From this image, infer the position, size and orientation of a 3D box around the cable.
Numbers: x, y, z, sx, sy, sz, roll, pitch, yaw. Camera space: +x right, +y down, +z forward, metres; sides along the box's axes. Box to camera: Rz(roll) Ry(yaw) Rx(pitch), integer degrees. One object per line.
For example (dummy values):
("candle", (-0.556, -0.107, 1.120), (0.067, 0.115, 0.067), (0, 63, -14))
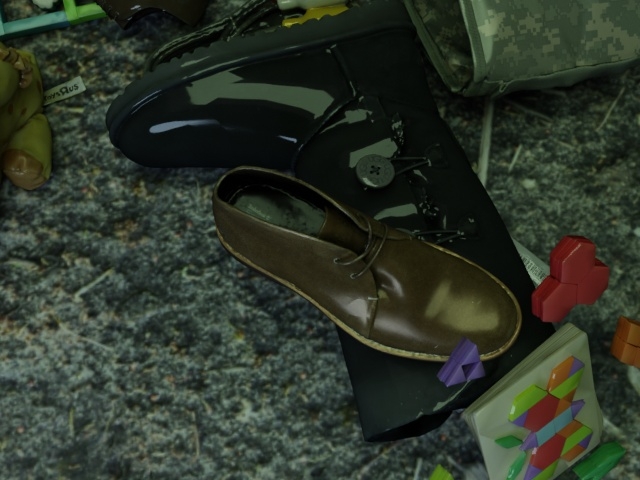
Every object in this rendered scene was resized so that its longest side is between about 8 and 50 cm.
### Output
("cable", (-0.081, -0.268, 1.084), (0.287, 0.072, 0.140), (-17, 71, -3))

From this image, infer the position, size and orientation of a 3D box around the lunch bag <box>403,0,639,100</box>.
("lunch bag", (0.221, -0.292, 1.022), (0.235, 0.169, 0.287), (-11, 74, -15))

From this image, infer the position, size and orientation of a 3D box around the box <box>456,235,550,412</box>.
("box", (0.156, 0.072, 1.015), (0.145, 0.038, 0.186), (39, 79, 10))

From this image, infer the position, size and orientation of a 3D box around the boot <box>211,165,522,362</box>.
("boot", (0.037, 0.022, 0.822), (0.305, 0.115, 0.112), (23, 75, 8))

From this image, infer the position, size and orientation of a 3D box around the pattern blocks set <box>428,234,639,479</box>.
("pattern blocks set", (0.209, 0.171, 0.873), (0.285, 0.325, 0.026), (-44, 42, -5))

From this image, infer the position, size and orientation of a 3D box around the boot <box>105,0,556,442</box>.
("boot", (0.002, -0.001, 0.965), (0.366, 0.146, 0.445), (-20, 75, 1))

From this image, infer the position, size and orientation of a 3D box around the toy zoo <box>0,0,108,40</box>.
("toy zoo", (-0.397, -0.335, 1.100), (0.293, 0.030, 0.192), (-13, 92, -3))

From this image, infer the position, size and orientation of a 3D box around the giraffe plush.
("giraffe plush", (-0.371, -0.154, 1.008), (0.210, 0.170, 0.181), (-41, 79, -9))

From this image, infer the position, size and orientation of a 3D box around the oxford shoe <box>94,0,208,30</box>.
("oxford shoe", (-0.241, -0.295, 1.056), (0.227, 0.083, 0.096), (13, 99, -3))
